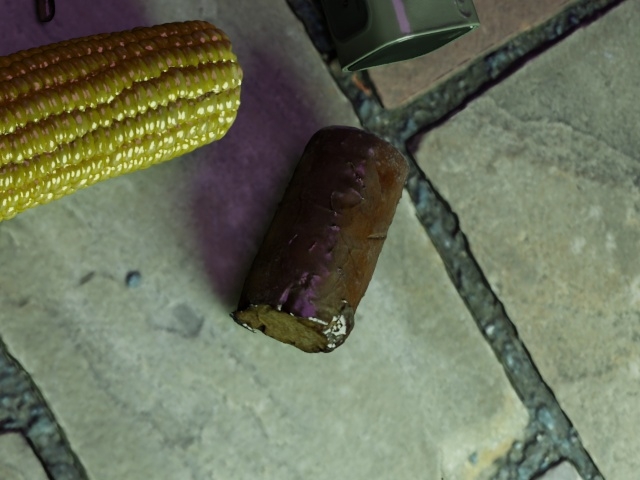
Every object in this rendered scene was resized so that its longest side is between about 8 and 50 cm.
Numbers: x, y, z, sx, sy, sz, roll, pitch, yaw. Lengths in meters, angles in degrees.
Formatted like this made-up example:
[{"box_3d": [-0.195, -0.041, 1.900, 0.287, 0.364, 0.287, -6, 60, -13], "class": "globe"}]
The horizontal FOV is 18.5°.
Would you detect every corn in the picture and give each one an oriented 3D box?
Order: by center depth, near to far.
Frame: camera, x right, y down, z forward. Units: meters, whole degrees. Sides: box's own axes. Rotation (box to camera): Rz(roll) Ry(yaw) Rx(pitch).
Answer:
[{"box_3d": [-0.157, -0.072, 1.176, 0.244, 0.093, 0.093, -23, 90, -34], "class": "corn"}]

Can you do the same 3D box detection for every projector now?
[{"box_3d": [0.050, -0.167, 1.327, 0.083, 0.083, 0.082, -14, 85, -33], "class": "projector"}]

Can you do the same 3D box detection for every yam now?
[{"box_3d": [-0.178, -0.190, 1.239, 0.014, 0.014, 0.107, -2, 79, -31], "class": "yam"}, {"box_3d": [0.002, 0.001, 1.265, 0.079, 0.079, 0.141, 31, 63, -21], "class": "yam"}]
